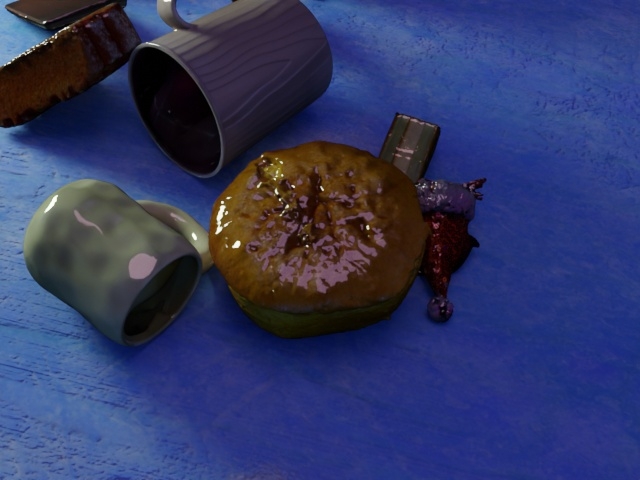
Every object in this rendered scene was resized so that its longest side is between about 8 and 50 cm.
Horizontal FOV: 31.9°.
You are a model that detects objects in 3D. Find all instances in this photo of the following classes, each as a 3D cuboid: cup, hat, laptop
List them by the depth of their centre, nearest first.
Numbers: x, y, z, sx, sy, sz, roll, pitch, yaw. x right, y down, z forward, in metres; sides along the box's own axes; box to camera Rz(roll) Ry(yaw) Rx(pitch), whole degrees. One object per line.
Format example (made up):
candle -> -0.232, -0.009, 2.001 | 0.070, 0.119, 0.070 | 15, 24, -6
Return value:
cup -> -0.264, 0.002, 1.561 | 0.202, 0.173, 0.255 | 35, 56, 19
hat -> 0.182, 0.014, 1.667 | 0.140, 0.129, 0.227 | 8, 66, -23
cup -> -0.158, -0.281, 1.763 | 0.273, 0.208, 0.288 | -36, 90, -33
laptop -> -0.438, -0.401, 1.914 | 0.154, 0.026, 0.207 | -27, 31, -25

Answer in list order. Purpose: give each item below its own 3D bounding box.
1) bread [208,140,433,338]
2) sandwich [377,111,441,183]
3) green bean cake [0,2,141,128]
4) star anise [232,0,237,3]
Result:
bread -> -0.006, -0.001, 1.585 | 0.312, 0.172, 0.312 | 1, 55, -1
sandwich -> 0.131, -0.111, 1.804 | 0.079, 0.113, 0.163 | 19, 86, 8
green bean cake -> -0.402, -0.274, 1.752 | 0.198, 0.233, 0.097 | -43, 110, -40
star anise -> -0.117, -0.414, 1.940 | 0.234, 0.073, 0.177 | 38, 11, -10
